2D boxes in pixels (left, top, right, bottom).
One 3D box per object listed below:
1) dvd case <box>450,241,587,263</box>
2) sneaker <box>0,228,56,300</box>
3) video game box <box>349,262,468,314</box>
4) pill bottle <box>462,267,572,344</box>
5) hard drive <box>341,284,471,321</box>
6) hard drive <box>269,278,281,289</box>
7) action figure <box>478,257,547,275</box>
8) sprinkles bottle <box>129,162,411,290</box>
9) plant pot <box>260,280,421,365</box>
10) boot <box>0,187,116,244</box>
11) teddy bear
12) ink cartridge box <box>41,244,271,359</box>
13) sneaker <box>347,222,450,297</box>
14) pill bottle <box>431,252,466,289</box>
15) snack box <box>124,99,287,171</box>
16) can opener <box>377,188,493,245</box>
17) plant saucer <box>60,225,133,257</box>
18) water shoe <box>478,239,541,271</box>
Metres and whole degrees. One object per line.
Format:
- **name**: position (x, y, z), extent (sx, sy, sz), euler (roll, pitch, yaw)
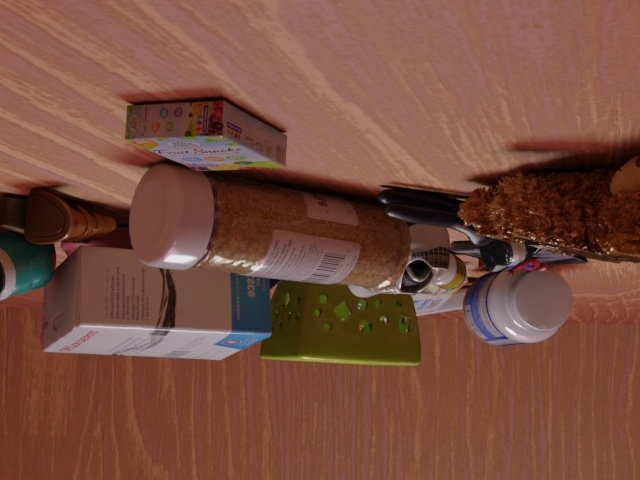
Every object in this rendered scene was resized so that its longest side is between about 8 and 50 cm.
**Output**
- **dvd case**: position (0.340, 0.023, 1.824), extent (0.164, 0.018, 0.221), euler (-2, 171, 31)
- **sneaker**: position (-0.508, 0.004, 1.624), extent (0.295, 0.124, 0.178), euler (21, -161, 30)
- **video game box**: position (0.167, 0.096, 2.112), extent (0.187, 0.048, 0.205), euler (-3, 161, -14)
- **pill bottle**: position (0.378, 0.122, 2.047), extent (0.152, 0.152, 0.272), euler (4, 172, -9)
- **hard drive**: position (0.177, 0.141, 2.360), extent (0.353, 0.047, 0.233), euler (-7, 180, -21)
- **hard drive**: position (-0.093, 0.048, 1.829), extent (0.022, 0.094, 0.135), euler (53, 167, -20)
- **action figure**: position (0.325, 0.042, 1.803), extent (0.115, 0.030, 0.038), euler (0, 167, -4)
- **sprinkles bottle**: position (-0.055, -0.010, 1.329), extent (0.355, 0.121, 0.121), euler (8, 170, -38)
- **plant pot**: position (0.034, 0.111, 1.879), extent (0.227, 0.207, 0.228), euler (5, 172, -21)
- **boot**: position (-0.350, -0.027, 1.505), extent (0.152, 0.073, 0.197), euler (12, 180, -44)
- **teddy bear**: position (0.290, -0.038, 1.160), extent (0.245, 0.113, 0.338), euler (10, 179, -5)
- **ink cartridge box**: position (-0.261, 0.104, 1.692), extent (0.307, 0.129, 0.223), euler (6, 163, -27)
- **sneaker**: position (0.105, 0.040, 1.535), extent (0.090, 0.095, 0.235), euler (1, 155, -27)
- **pill bottle**: position (0.214, 0.050, 1.891), extent (0.065, 0.065, 0.116), euler (0, 172, 21)
- **snack box**: position (-0.105, -0.097, 1.016), extent (0.100, 0.037, 0.141), euler (-2, 171, 22)
- **can opener**: position (0.156, -0.038, 1.351), extent (0.186, 0.073, 0.059), euler (9, -151, -20)
- **plant saucer**: position (-0.293, 0.037, 1.905), extent (0.332, 0.084, 0.332), euler (3, 172, 0)
- **water shoe**: position (0.268, 0.001, 1.477), extent (0.080, 0.073, 0.203), euler (-17, -175, -3)
